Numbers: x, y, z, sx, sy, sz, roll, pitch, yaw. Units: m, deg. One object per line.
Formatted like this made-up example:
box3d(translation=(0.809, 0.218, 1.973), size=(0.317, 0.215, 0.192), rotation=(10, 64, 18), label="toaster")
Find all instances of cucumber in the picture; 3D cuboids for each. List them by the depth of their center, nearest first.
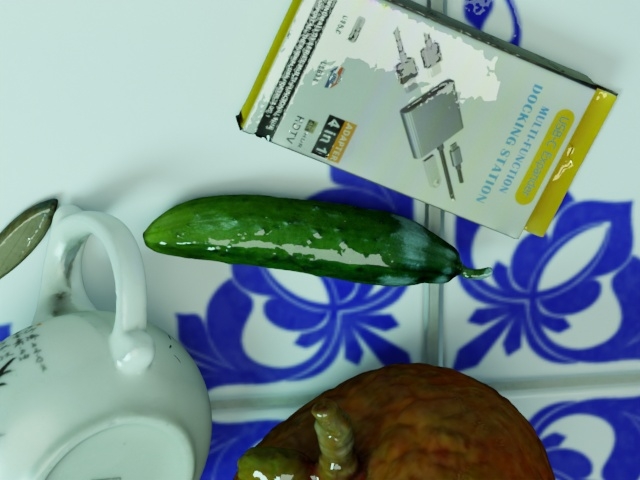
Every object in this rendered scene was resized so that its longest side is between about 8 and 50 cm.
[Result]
box3d(translation=(0.000, 0.000, 1.306), size=(0.250, 0.056, 0.056), rotation=(7, 112, -8), label="cucumber")

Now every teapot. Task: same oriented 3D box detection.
box3d(translation=(-0.174, 0.125, 1.297), size=(0.208, 0.166, 0.299), rotation=(8, 103, -29), label="teapot")

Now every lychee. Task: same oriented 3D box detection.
box3d(translation=(0.050, 0.207, 1.296), size=(0.255, 0.255, 0.300), rotation=(-40, 143, 10), label="lychee")

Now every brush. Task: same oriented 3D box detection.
box3d(translation=(-0.254, 0.039, 1.311), size=(0.070, 0.021, 0.196), rotation=(41, 100, -19), label="brush")

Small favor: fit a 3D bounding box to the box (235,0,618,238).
box3d(translation=(0.079, -0.092, 1.286), size=(0.247, 0.033, 0.129), rotation=(20, 108, -14), label="box")
